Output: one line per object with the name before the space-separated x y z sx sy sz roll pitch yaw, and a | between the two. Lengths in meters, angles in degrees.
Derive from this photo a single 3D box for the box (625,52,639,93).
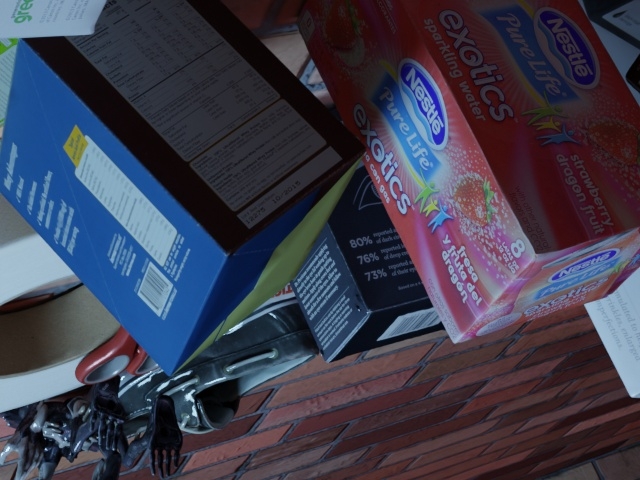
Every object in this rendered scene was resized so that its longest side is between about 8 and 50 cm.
box | 0.370 -0.114 1.051 0.203 0.168 0.167 28 107 -20

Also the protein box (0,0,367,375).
protein box | -0.107 -0.050 1.013 0.136 0.201 0.200 -38 168 -31

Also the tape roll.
tape roll | -0.256 0.050 1.324 0.392 0.072 0.392 -22 159 -9

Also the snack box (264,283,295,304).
snack box | -0.013 0.035 1.580 0.178 0.064 0.022 -14 112 -27

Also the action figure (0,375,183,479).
action figure | -0.271 0.231 1.584 0.164 0.141 0.276 28 151 -25

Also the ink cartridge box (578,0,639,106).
ink cartridge box | 0.306 -0.154 1.247 0.307 0.223 0.129 -26 159 2

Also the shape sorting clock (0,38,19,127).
shape sorting clock | -0.255 -0.111 0.972 0.206 0.040 0.206 -33 166 -10

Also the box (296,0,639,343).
box | 0.123 -0.097 1.066 0.154 0.300 0.142 -13 157 -27

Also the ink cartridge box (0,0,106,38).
ink cartridge box | -0.195 -0.227 0.632 0.272 0.130 0.309 -9 154 -34

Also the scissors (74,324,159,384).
scissors | -0.158 0.066 1.351 0.109 0.021 0.297 -12 155 -28

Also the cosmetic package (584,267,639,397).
cosmetic package | 0.318 0.032 1.175 0.151 0.151 0.184 -36 155 27

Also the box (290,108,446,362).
box | 0.046 -0.014 1.315 0.153 0.207 0.108 -12 156 -29

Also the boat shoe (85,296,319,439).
boat shoe | -0.145 0.166 1.660 0.335 0.119 0.121 -35 157 28
